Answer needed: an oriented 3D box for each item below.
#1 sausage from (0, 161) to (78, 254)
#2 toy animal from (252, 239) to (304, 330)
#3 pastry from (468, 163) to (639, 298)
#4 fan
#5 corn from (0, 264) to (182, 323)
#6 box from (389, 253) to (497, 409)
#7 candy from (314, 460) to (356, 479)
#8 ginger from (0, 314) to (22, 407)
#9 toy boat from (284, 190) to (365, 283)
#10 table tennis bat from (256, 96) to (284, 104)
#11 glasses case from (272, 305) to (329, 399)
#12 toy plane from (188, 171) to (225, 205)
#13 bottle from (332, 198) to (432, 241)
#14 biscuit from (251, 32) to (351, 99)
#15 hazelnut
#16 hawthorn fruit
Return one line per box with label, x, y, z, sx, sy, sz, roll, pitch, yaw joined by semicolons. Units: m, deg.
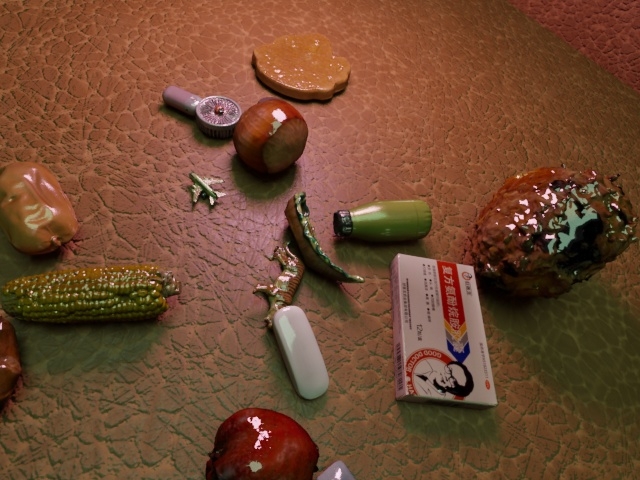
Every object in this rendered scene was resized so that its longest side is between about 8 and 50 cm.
sausage;-0.627;-0.071;0.888;0.136;0.120;0.241;-30;69;-17
toy animal;-0.094;0.098;0.965;0.099;0.057;0.241;27;53;-4
pastry;0.593;-0.028;1.052;0.292;0.337;0.405;48;57;-9
fan;-0.349;-0.386;1.197;0.244;0.074;0.130;25;55;3
corn;-0.449;0.107;0.823;0.321;0.119;0.119;1;57;-14
box;0.283;0.208;0.984;0.214;0.069;0.353;9;57;-9
candy;0.011;0.498;0.714;0.174;0.071;0.138;-27;68;-29
ginger;-0.620;0.283;0.672;0.133;0.107;0.309;21;52;28
toy boat;-0.008;0.008;1.015;0.099;0.108;0.293;-33;68;0
table tennis bat;-0.129;-0.428;1.256;0.107;0.119;0.170;-15;61;-23
glasses case;-0.043;0.235;0.867;0.076;0.049;0.197;-17;79;-28
toy plane;-0.304;-0.138;1.067;0.111;0.040;0.102;38;55;12
bottle;0.161;-0.051;1.089;0.260;0.112;0.112;-3;59;-17
biscuit;-0.055;-0.609;1.432;0.312;0.057;0.351;40;58;12
hazelnut;-0.140;-0.291;1.127;0.214;0.176;0.215;3;61;-5
hawthorn fruit;-0.094;0.388;0.708;0.202;0.185;0.185;16;53;-25
